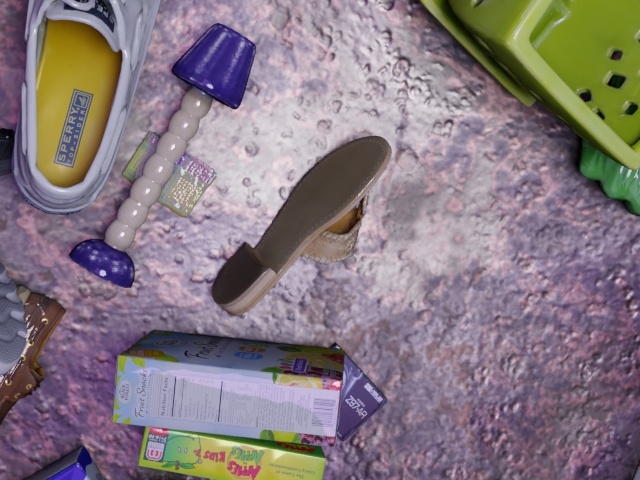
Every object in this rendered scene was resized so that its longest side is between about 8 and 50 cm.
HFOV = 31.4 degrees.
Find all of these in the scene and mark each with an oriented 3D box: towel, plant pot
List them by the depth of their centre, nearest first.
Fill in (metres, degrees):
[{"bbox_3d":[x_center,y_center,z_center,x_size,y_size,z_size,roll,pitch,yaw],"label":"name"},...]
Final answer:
[{"bbox_3d":[0.245,-0.236,1.078,0.228,0.207,0.227,36,92,-36],"label":"plant pot"},{"bbox_3d":[-0.156,-0.068,1.176,0.083,0.009,0.060,33,92,-7],"label":"towel"}]

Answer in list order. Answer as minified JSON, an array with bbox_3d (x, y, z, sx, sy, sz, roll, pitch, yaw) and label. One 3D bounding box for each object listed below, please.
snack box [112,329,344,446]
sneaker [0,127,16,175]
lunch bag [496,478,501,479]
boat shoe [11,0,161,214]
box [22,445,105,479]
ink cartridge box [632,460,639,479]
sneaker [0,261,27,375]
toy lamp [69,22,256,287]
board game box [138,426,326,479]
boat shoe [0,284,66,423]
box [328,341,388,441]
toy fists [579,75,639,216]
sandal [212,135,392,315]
[{"bbox_3d":[-0.082,0.139,1.106,0.207,0.174,0.070,5,94,1],"label":"snack box"},{"bbox_3d":[-0.346,-0.102,1.133,0.170,0.051,0.089,-19,101,0],"label":"sneaker"},{"bbox_3d":[0.176,0.295,1.201,0.071,0.083,0.053,-21,96,-4],"label":"lunch bag"},{"bbox_3d":[-0.218,-0.210,1.062,0.136,0.156,0.367,14,82,-15],"label":"boat shoe"},{"bbox_3d":[-0.265,0.305,1.165,0.126,0.072,0.137,-30,96,-3],"label":"box"},{"bbox_3d":[0.385,0.325,1.233,0.115,0.067,0.198,20,91,-7],"label":"ink cartridge box"},{"bbox_3d":[-0.396,0.037,1.109,0.281,0.105,0.115,45,106,16],"label":"sneaker"},{"bbox_3d":[-0.150,-0.086,1.131,0.080,0.080,0.274,28,92,-7],"label":"toy lamp"},{"bbox_3d":[-0.090,0.214,1.164,0.181,0.092,0.043,11,95,-6],"label":"board game box"},{"bbox_3d":[-0.310,0.136,1.150,0.060,0.064,0.178,20,89,-7],"label":"boat shoe"},{"bbox_3d":[0.020,0.161,1.207,0.067,0.018,0.083,-41,97,0],"label":"box"},{"bbox_3d":[0.406,-0.074,1.190,0.279,0.096,0.142,16,83,-5],"label":"toy fists"},{"bbox_3d":[-0.002,-0.003,1.176,0.240,0.088,0.079,-44,129,6],"label":"sandal"}]
